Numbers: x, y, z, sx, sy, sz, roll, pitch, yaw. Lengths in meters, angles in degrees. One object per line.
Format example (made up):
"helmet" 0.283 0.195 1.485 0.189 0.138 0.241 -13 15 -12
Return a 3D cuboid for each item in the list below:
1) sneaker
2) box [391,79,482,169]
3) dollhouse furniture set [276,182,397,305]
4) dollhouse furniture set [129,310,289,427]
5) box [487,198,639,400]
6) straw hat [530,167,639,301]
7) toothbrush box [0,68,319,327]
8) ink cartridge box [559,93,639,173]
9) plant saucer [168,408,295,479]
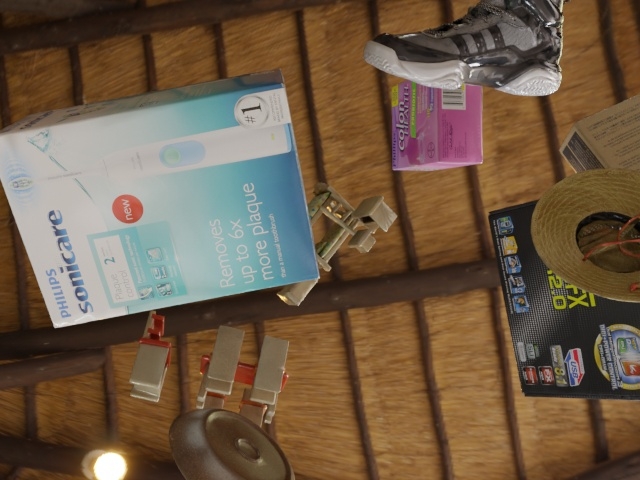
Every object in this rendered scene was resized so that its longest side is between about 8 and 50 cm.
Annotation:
"sneaker" 0.185 -0.264 0.807 0.269 0.101 0.153 1 -68 -19
"box" 0.271 -0.280 1.580 0.118 0.243 0.213 -1 -88 -18
"dollhouse furniture set" 0.000 0.000 1.038 0.101 0.161 0.182 44 -111 -16
"dollhouse furniture set" -0.186 0.220 1.151 0.259 0.262 0.135 14 -124 -6
"box" 0.345 0.070 0.875 0.060 0.216 0.269 -7 -94 -36
"straw hat" 0.258 0.009 0.585 0.144 0.145 0.061 -63 -28 -26
"toothbrush box" -0.165 -0.050 0.728 0.296 0.126 0.216 -9 -69 0
"ink cartridge box" 0.541 -0.138 1.061 0.235 0.088 0.193 -24 -111 -11
"plant saucer" -0.101 0.280 0.854 0.199 0.198 0.036 33 -78 -27
